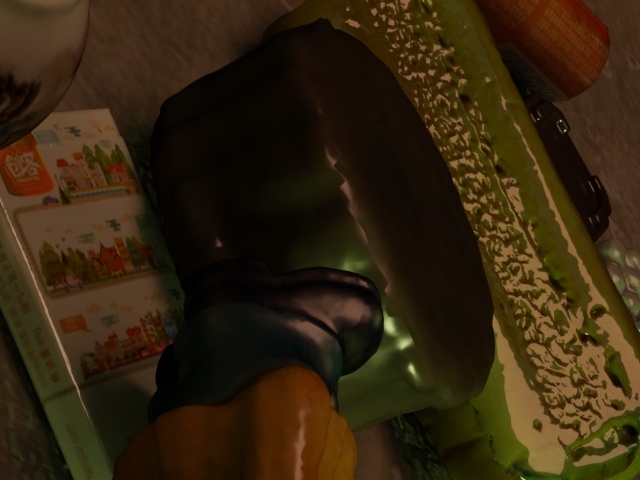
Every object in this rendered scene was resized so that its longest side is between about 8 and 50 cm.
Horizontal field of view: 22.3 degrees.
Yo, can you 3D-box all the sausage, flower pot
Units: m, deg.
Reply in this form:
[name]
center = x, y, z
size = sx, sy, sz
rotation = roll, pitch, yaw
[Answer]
[sausage]
center = 0.134, -0.233, 1.396
size = 0.312, 0.093, 0.093
rotation = 35, 37, -41
[flower pot]
center = 0.148, -0.031, 1.241
size = 0.179, 0.084, 0.251
rotation = 61, 26, -4

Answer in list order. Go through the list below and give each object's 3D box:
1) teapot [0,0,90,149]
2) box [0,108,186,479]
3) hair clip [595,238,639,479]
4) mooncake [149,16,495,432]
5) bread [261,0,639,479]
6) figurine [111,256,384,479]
[teapot]
center = -0.195, -0.124, 0.666
size = 0.298, 0.139, 0.204
rotation = 3, 65, -62
[box]
center = -0.103, 0.041, 0.789
size = 0.122, 0.032, 0.220
rotation = -12, 77, -61
[hair clip]
center = 0.233, 0.117, 1.212
size = 0.140, 0.054, 0.220
rotation = 34, 55, -15
[mooncake]
center = 0.000, 0.000, 0.890
size = 0.228, 0.124, 0.228
rotation = 56, 20, -32
[bread]
center = 0.087, -0.002, 1.068
size = 0.166, 0.112, 0.383
rotation = -18, 76, -29
[figurine]
center = -0.047, 0.162, 0.624
size = 0.204, 0.185, 0.332
rotation = 1, 49, -21
